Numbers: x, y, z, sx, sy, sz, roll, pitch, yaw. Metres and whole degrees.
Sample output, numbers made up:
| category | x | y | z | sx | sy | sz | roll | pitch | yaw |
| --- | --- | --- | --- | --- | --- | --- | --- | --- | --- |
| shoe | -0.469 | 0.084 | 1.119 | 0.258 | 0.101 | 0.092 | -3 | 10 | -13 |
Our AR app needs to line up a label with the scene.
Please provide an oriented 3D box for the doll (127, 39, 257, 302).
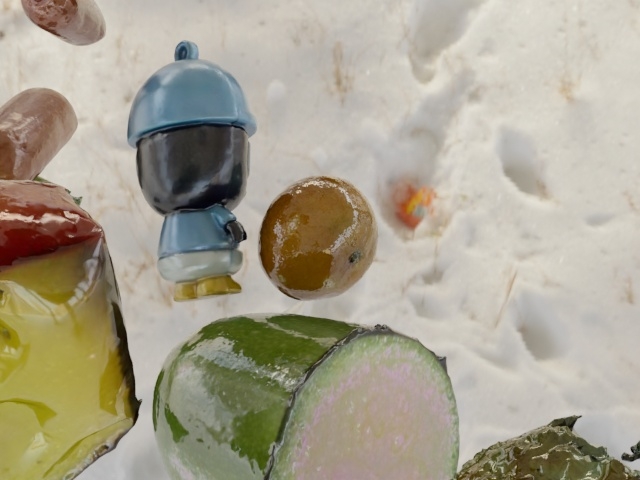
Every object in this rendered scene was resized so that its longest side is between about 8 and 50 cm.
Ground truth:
| category | x | y | z | sx | sy | sz | roll | pitch | yaw |
| --- | --- | --- | --- | --- | --- | --- | --- | --- | --- |
| doll | -0.149 | -0.086 | 1.280 | 0.141 | 0.177 | 0.313 | -1 | 83 | -45 |

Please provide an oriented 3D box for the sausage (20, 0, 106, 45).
| category | x | y | z | sx | sy | sz | roll | pitch | yaw |
| --- | --- | --- | --- | --- | --- | --- | --- | --- | --- |
| sausage | -0.322 | -0.289 | 1.355 | 0.077 | 0.194 | 0.077 | 0 | 91 | 4 |

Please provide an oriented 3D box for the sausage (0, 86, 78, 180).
| category | x | y | z | sx | sy | sz | roll | pitch | yaw |
| --- | --- | --- | --- | --- | --- | --- | --- | --- | --- |
| sausage | -0.444 | -0.143 | 1.570 | 0.114 | 0.113 | 0.259 | 8 | 27 | 3 |

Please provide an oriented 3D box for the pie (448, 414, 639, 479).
| category | x | y | z | sx | sy | sz | roll | pitch | yaw |
| --- | --- | --- | --- | --- | --- | --- | --- | --- | --- |
| pie | 0.123 | 0.227 | 0.459 | 0.297 | 0.078 | 0.371 | -28 | 33 | -11 |

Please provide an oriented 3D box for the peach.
| category | x | y | z | sx | sy | sz | roll | pitch | yaw |
| --- | --- | --- | --- | --- | --- | --- | --- | --- | --- |
| peach | -0.320 | 0.102 | 0.896 | 0.380 | 0.306 | 0.242 | -38 | 55 | 0 |

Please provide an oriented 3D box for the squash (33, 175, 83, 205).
| category | x | y | z | sx | sy | sz | roll | pitch | yaw |
| --- | --- | --- | --- | --- | --- | --- | --- | --- | --- |
| squash | -0.556 | -0.090 | 1.654 | 0.371 | 0.118 | 0.118 | 18 | 55 | -6 |

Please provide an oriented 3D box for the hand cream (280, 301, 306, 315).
| category | x | y | z | sx | sy | sz | roll | pitch | yaw |
| --- | --- | --- | --- | --- | --- | --- | --- | --- | --- |
| hand cream | -0.072 | 0.166 | 1.571 | 0.083 | 0.248 | 0.133 | 24 | 102 | 10 |

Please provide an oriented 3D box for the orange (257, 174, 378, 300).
| category | x | y | z | sx | sy | sz | roll | pitch | yaw |
| --- | --- | --- | --- | --- | --- | --- | --- | --- | --- |
| orange | 0.000 | 0.000 | 1.277 | 0.124 | 0.156 | 0.156 | 22 | 55 | 34 |

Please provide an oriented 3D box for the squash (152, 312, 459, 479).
| category | x | y | z | sx | sy | sz | roll | pitch | yaw |
| --- | --- | --- | --- | --- | --- | --- | --- | --- | --- |
| squash | -0.057 | 0.224 | 1.182 | 0.309 | 0.310 | 0.310 | 5 | 47 | 42 |
